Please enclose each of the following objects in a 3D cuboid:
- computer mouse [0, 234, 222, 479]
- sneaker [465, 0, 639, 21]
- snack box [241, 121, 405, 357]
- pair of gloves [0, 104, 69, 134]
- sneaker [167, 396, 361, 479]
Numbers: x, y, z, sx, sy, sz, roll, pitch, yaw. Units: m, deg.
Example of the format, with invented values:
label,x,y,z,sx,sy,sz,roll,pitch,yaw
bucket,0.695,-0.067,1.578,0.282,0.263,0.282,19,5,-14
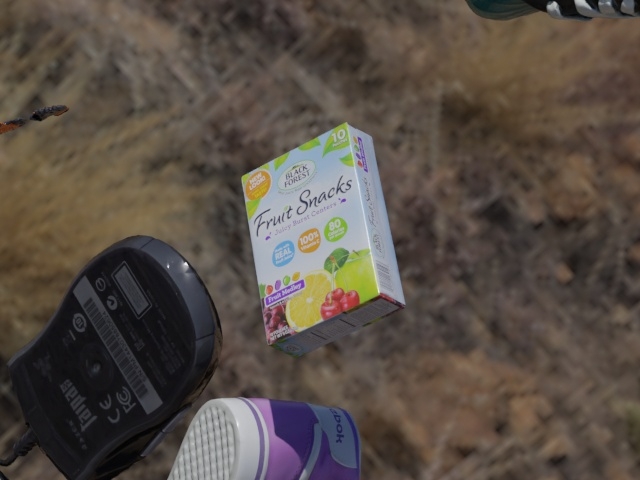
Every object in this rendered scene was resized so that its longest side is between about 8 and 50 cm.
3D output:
label,x,y,z,sx,sy,sz,roll,pitch,yaw
computer mouse,-0.148,0.058,1.100,0.060,0.262,0.184,-16,63,-48
sneaker,0.217,-0.167,1.145,0.108,0.302,0.121,-6,82,-54
snack box,0.000,0.000,1.370,0.037,0.100,0.141,28,45,-49
pair of gloves,-0.298,-0.123,1.951,0.074,0.083,0.010,-22,94,-81
sneaker,-0.059,0.238,1.524,0.161,0.282,0.102,2,44,-39
